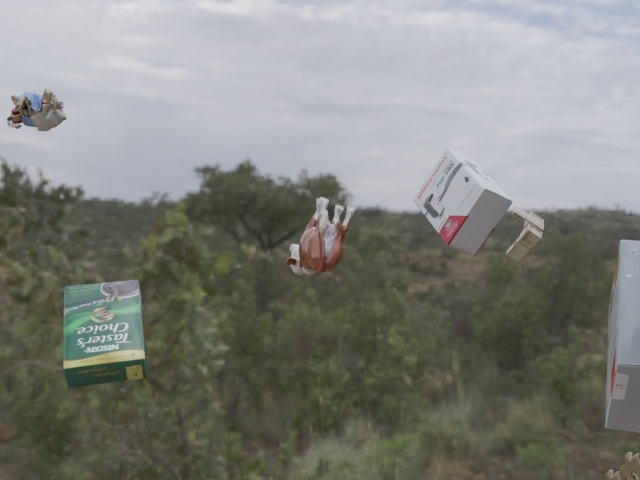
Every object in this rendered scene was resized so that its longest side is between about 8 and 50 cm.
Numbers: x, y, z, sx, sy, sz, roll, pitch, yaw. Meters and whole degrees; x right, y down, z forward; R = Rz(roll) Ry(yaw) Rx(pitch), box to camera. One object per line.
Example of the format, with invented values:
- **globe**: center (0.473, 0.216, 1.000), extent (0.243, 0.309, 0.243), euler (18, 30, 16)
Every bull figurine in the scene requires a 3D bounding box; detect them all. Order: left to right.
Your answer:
- **bull figurine**: center (0.000, 0.000, 2.181), extent (0.101, 0.188, 0.310), euler (17, 0, -12)

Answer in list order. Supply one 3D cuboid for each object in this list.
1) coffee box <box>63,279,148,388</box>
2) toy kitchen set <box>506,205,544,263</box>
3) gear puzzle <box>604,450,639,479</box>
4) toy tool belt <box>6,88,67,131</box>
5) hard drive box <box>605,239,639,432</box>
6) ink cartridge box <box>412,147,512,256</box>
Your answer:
- **coffee box**: center (-0.306, 0.128, 1.339), extent (0.113, 0.040, 0.184), euler (-5, 36, -9)
- **toy kitchen set**: center (0.394, -0.017, 1.879), extent (0.068, 0.075, 0.083), euler (33, 32, -2)
- **gear puzzle**: center (0.653, 0.468, 1.803), extent (0.044, 0.175, 0.339), euler (2, -38, -17)
- **toy tool belt**: center (-0.365, -0.172, 1.198), extent (0.083, 0.051, 0.052), euler (9, 37, 26)
- **hard drive box**: center (0.485, 0.144, 1.422), extent (0.089, 0.232, 0.181), euler (4, -41, 14)
- **ink cartridge box**: center (0.199, -0.057, 1.345), extent (0.056, 0.099, 0.135), euler (21, 21, -28)
